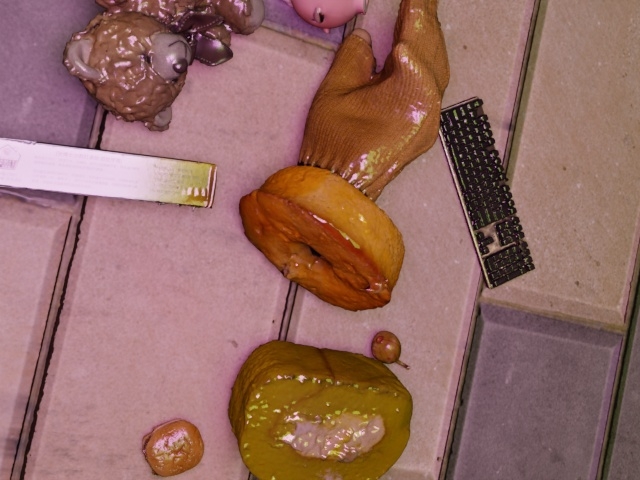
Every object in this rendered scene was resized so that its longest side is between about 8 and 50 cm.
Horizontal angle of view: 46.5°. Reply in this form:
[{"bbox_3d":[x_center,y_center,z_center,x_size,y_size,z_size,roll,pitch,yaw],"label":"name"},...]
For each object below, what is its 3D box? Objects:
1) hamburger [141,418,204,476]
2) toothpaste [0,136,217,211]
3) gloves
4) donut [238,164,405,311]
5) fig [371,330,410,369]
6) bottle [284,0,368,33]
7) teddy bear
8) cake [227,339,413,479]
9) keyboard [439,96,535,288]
[{"bbox_3d":[-0.209,0.296,1.060,0.083,0.044,0.076,-27,102,-21],"label":"hamburger"},{"bbox_3d":[-0.300,-0.090,0.990,0.312,0.089,0.071,5,97,-22],"label":"toothpaste"},{"bbox_3d":[0.091,-0.207,1.099,0.155,0.203,0.357,26,87,-43],"label":"gloves"},{"bbox_3d":[0.002,0.001,1.036,0.253,0.253,0.118,37,68,-18],"label":"donut"},{"bbox_3d":[0.114,0.180,1.185,0.050,0.050,0.083,-50,121,-13],"label":"fig"},{"bbox_3d":[0.015,-0.425,1.080,0.147,0.147,0.237,2,98,-22],"label":"bottle"},{"bbox_3d":[-0.224,-0.280,0.980,0.267,0.156,0.256,30,75,-50],"label":"teddy bear"},{"bbox_3d":[-0.001,0.259,1.084,0.260,0.156,0.179,13,102,-16],"label":"cake"},{"bbox_3d":[0.281,-0.080,1.253,0.106,0.027,0.317,-23,99,-19],"label":"keyboard"}]
